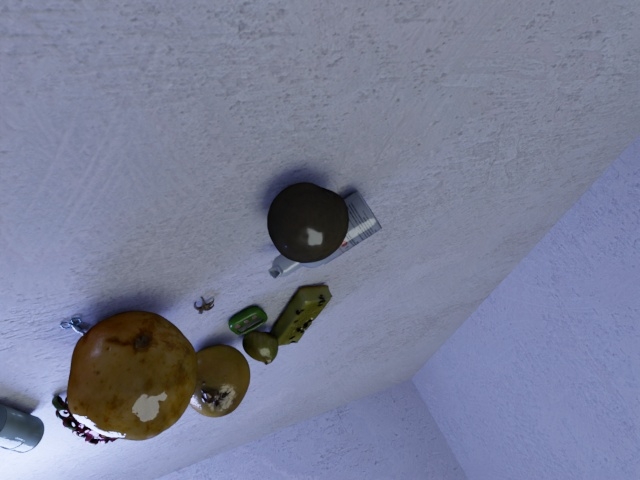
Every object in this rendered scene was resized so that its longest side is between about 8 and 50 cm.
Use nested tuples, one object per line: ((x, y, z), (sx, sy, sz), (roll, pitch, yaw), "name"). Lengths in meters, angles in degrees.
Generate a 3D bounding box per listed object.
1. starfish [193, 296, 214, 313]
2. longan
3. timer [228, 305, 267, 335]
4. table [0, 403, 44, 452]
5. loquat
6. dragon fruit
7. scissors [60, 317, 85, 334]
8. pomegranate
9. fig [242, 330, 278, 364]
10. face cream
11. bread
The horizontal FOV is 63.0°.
((-0.392, 0.222, 1.766), (0.078, 0.028, 0.091), (-43, 153, 20), "starfish")
((-0.034, -0.056, 1.455), (0.248, 0.248, 0.248), (-21, 150, -13), "longan")
((-0.275, 0.302, 1.976), (0.140, 0.047, 0.128), (-29, 149, 1), "timer")
((-1.037, 0.625, 1.740), (0.126, 0.126, 0.220), (-24, 150, -8), "table")
((-0.405, 0.540, 2.005), (0.274, 0.275, 0.275), (-21, 150, -13), "loquat")
((-0.812, 0.639, 1.888), (0.272, 0.198, 0.218), (-4, 151, -36), "dragon fruit")
((-0.722, 0.263, 1.555), (0.058, 0.014, 0.119), (-23, 147, -7), "scissors")
((-0.560, 0.419, 1.576), (0.410, 0.410, 0.410), (-21, 150, -13), "pomegranate")
((-0.242, 0.424, 2.113), (0.136, 0.153, 0.121), (112, 4, -68), "fig")
((0.000, 0.000, 1.642), (0.369, 0.145, 0.145), (-32, 151, 8), "face cream")
((-0.090, 0.313, 2.121), (0.138, 0.077, 0.361), (-4, 143, -35), "bread")
